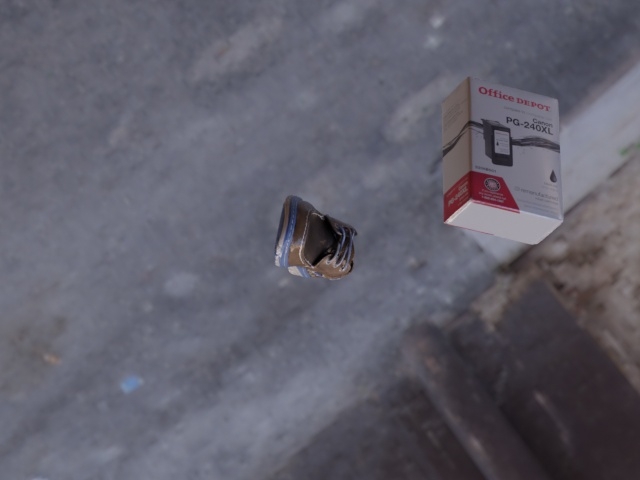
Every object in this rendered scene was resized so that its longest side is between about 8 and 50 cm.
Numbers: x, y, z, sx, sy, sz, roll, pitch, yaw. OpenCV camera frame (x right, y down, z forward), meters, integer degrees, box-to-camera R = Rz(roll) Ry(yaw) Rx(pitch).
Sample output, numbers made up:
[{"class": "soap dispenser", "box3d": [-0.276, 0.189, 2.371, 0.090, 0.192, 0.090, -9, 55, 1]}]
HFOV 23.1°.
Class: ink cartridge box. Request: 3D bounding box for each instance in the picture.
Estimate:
[{"class": "ink cartridge box", "box3d": [0.187, -0.084, 1.615, 0.109, 0.150, 0.063, 12, 151, -19]}]

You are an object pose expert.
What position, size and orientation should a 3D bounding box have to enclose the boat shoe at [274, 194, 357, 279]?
[{"class": "boat shoe", "box3d": [0.000, 0.000, 1.454, 0.183, 0.066, 0.066, 42, 60, -80]}]
